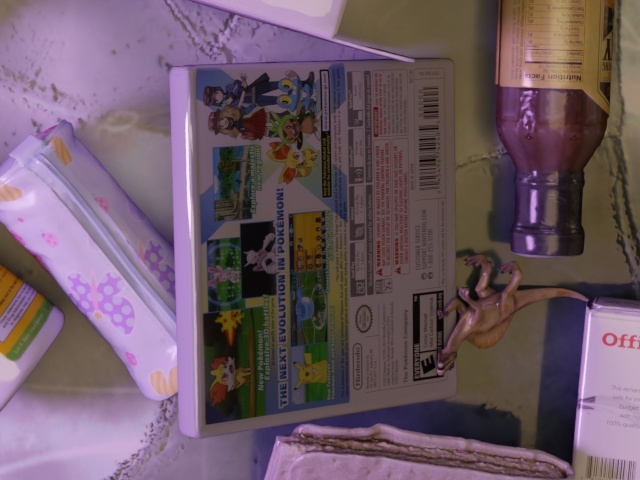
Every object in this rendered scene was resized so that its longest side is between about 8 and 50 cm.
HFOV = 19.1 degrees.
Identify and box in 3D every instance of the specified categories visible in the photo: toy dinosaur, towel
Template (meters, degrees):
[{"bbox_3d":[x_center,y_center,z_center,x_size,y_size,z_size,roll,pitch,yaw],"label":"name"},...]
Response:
[{"bbox_3d":[0.169,0.060,1.824,0.183,0.053,0.092,-28,125,-22],"label":"toy dinosaur"},{"bbox_3d":[0.079,0.256,1.796,0.282,0.049,0.187,9,132,-10],"label":"towel"}]

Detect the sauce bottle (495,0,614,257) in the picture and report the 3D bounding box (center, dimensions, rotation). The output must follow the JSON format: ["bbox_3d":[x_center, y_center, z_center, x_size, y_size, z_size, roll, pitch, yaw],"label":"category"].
[{"bbox_3d":[0.217,-0.158,1.780,0.111,0.111,0.344,1,98,-7],"label":"sauce bottle"}]

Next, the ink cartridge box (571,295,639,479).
[{"bbox_3d":[0.324,0.169,1.816,0.158,0.092,0.218,6,97,11],"label":"ink cartridge box"}]

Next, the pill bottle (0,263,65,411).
[{"bbox_3d":[-0.366,0.049,1.720,0.246,0.136,0.136,38,91,-9],"label":"pill bottle"}]

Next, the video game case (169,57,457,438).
[{"bbox_3d":[0.000,0.000,1.741,0.300,0.036,0.329,-5,98,-35],"label":"video game case"}]

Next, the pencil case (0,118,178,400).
[{"bbox_3d":[-0.193,0.020,1.744,0.113,0.124,0.273,-40,98,-1],"label":"pencil case"}]

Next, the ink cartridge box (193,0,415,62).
[{"bbox_3d":[-0.079,-0.263,1.683,0.353,0.207,0.119,16,95,-9],"label":"ink cartridge box"}]
